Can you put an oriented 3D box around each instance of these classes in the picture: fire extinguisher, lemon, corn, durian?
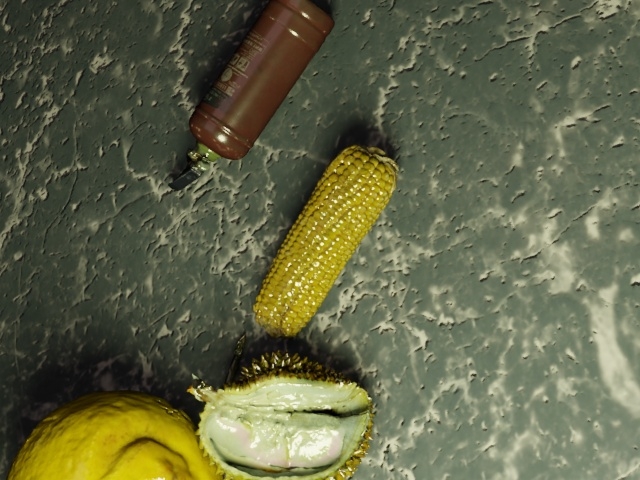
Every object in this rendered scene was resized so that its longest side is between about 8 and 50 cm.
[{"bbox_3d":[-0.119,-0.211,1.817,0.344,0.102,0.138,-55,22,3],"label":"fire extinguisher"},{"bbox_3d":[-0.265,0.331,1.572,0.297,0.297,0.297,-12,66,27],"label":"lemon"},{"bbox_3d":[0.000,0.000,1.654,0.106,0.106,0.293,33,89,36],"label":"corn"},{"bbox_3d":[-0.054,0.237,1.552,0.237,0.138,0.193,24,72,9],"label":"durian"}]

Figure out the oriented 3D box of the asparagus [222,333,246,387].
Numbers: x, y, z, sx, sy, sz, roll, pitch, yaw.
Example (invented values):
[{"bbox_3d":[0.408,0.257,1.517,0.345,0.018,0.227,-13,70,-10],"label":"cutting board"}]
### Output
[{"bbox_3d":[-0.124,0.185,1.708,0.015,0.014,0.114,1,72,54],"label":"asparagus"}]
